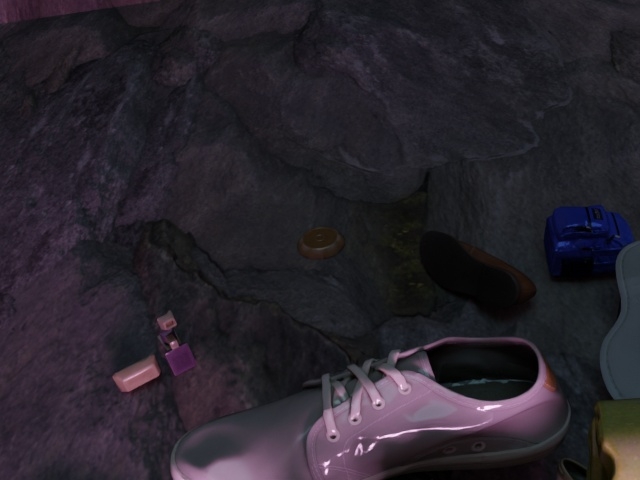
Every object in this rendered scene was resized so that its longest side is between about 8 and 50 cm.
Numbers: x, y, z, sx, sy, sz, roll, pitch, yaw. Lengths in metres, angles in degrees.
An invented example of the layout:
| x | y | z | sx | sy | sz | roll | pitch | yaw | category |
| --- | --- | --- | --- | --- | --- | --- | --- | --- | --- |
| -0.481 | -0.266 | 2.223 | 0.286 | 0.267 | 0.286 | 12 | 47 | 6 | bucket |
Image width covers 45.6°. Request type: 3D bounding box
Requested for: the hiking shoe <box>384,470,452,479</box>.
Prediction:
| x | y | z | sx | sy | sz | roll | pitch | yaw | category |
| --- | --- | --- | --- | --- | --- | --- | --- | --- | --- |
| 0.117 | 0.271 | 0.879 | 0.114 | 0.086 | 0.227 | -23 | 39 | -12 | hiking shoe |

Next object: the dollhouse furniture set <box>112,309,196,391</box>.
| x | y | z | sx | sy | sz | roll | pitch | yaw | category |
| --- | --- | --- | --- | --- | --- | --- | --- | --- | --- |
| -0.259 | 0.157 | 1.117 | 0.114 | 0.090 | 0.081 | -27 | 26 | -16 | dollhouse furniture set |

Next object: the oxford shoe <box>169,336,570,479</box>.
| x | y | z | sx | sy | sz | roll | pitch | yaw | category |
| --- | --- | --- | --- | --- | --- | --- | --- | --- | --- |
| 0.053 | 0.189 | 0.845 | 0.450 | 0.130 | 0.169 | -10 | 29 | -1 | oxford shoe |

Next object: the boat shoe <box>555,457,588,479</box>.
| x | y | z | sx | sy | sz | roll | pitch | yaw | category |
| --- | --- | --- | --- | --- | --- | --- | --- | --- | --- |
| 0.327 | 0.295 | 0.834 | 0.056 | 0.048 | 0.153 | -33 | 44 | -26 | boat shoe |

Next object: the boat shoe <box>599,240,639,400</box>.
| x | y | z | sx | sy | sz | roll | pitch | yaw | category |
| --- | --- | --- | --- | --- | --- | --- | --- | --- | --- |
| 0.437 | 0.123 | 0.992 | 0.114 | 0.091 | 0.302 | -7 | 36 | 36 | boat shoe |

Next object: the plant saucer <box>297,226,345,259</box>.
| x | y | z | sx | sy | sz | roll | pitch | yaw | category |
| --- | --- | --- | --- | --- | --- | --- | --- | --- | --- |
| 0.000 | 0.000 | 1.300 | 0.084 | 0.015 | 0.083 | -6 | 38 | 5 | plant saucer |

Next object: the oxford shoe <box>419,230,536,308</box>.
| x | y | z | sx | sy | sz | roll | pitch | yaw | category |
| --- | --- | --- | --- | --- | --- | --- | --- | --- | --- |
| 0.236 | 0.045 | 1.167 | 0.076 | 0.076 | 0.212 | 0 | 24 | -40 | oxford shoe |

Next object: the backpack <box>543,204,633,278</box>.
| x | y | z | sx | sy | sz | roll | pitch | yaw | category |
| --- | --- | --- | --- | --- | --- | --- | --- | --- | --- |
| 0.407 | 0.000 | 1.147 | 0.120 | 0.101 | 0.097 | 0 | 46 | 7 | backpack |

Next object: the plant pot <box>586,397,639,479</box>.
| x | y | z | sx | sy | sz | roll | pitch | yaw | category |
| --- | --- | --- | --- | --- | --- | --- | --- | --- | --- |
| 0.384 | 0.247 | 0.703 | 0.254 | 0.276 | 0.276 | 2 | 40 | 15 | plant pot |
